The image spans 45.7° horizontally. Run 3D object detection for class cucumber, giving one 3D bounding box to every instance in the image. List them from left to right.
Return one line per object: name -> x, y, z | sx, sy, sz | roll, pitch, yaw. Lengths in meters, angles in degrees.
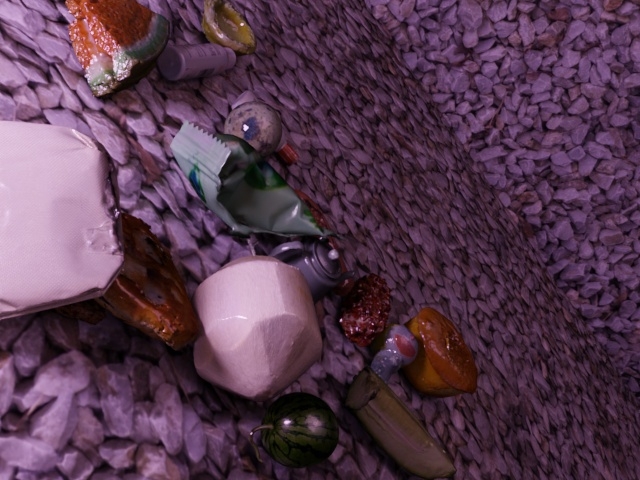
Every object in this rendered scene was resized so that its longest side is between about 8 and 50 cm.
cucumber -> 0.177, 0.435, 1.733 | 0.325, 0.105, 0.145 | 46, 4, -22

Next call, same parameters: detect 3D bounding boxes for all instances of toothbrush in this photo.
toothbrush -> -0.122, 0.100, 1.660 | 0.026, 0.028, 0.294 | 13, 57, -52

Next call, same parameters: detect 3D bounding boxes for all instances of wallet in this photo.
wallet -> -0.437, -0.042, 1.129 | 0.274, 0.068, 0.335 | -4, 69, -18

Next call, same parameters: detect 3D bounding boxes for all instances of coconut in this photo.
coconut -> -0.114, 0.170, 1.382 | 0.237, 0.237, 0.266 | 30, 40, -42

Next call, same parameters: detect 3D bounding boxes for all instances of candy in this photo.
candy -> -0.135, -0.103, 1.670 | 0.398, 0.172, 0.263 | 26, 10, -42

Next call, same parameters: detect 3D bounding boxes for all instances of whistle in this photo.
whistle -> 0.174, 0.287, 1.865 | 0.123, 0.123, 0.223 | 48, 44, -18

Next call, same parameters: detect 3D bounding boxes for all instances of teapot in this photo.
teapot -> -0.022, 0.059, 1.727 | 0.239, 0.149, 0.162 | 28, 42, -44

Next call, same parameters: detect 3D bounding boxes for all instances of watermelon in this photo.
watermelon -> -0.052, 0.351, 1.403 | 0.187, 0.140, 0.141 | 16, 49, -43

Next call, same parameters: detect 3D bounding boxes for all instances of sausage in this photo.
sausage -> 0.000, 0.000, 1.899 | 0.078, 0.078, 0.304 | -3, 65, -59

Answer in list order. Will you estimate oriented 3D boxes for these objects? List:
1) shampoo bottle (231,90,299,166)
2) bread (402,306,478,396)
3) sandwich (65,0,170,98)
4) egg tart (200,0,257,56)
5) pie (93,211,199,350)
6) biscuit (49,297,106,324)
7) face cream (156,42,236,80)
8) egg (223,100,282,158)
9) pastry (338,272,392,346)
shampoo bottle -> -0.139, -0.287, 1.980 | 0.221, 0.051, 0.108 | 49, 29, -18
bread -> 0.308, 0.302, 2.026 | 0.268, 0.145, 0.268 | 44, 28, -31
sandwich -> -0.423, -0.433, 1.610 | 0.212, 0.109, 0.292 | 56, 29, -6
egg tart -> -0.255, -0.561, 2.029 | 0.197, 0.078, 0.197 | 42, 27, -27
pie -> -0.317, 0.056, 1.286 | 0.308, 0.085, 0.308 | 46, 13, -13
biscuit -> -0.422, 0.078, 1.186 | 0.199, 0.034, 0.064 | 28, 37, -43
face cream -> -0.292, -0.440, 1.855 | 0.082, 0.082, 0.269 | 58, 29, 0
egg -> -0.162, -0.266, 1.834 | 0.141, 0.141, 0.182 | 52, 10, -12
pastry -> 0.112, 0.168, 1.886 | 0.115, 0.097, 0.208 | 48, 32, -21
